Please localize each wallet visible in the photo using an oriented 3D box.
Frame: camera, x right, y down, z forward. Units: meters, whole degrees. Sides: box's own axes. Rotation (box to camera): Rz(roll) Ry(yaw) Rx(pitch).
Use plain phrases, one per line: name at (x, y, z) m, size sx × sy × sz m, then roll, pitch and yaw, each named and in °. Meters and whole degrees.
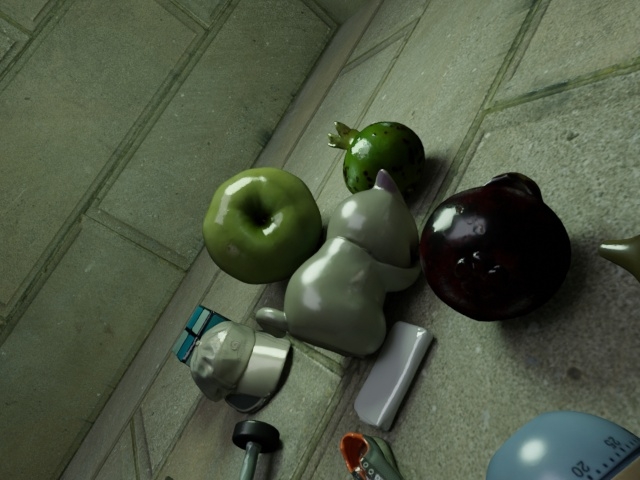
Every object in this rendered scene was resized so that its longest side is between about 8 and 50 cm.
wallet at (0.123, 0.230, 0.753) m, size 0.190 × 0.033 × 0.095 m, roll -60°, pitch 22°, yaw -11°

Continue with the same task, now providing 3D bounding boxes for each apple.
apple at (-0.169, -0.036, 1.294) m, size 0.357 × 0.357 × 0.357 m, roll -43°, pitch 26°, yaw 27°

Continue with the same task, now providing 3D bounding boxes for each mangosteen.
mangosteen at (0.242, 0.014, 0.620) m, size 0.210 × 0.209 × 0.210 m, roll -43°, pitch 26°, yaw 27°

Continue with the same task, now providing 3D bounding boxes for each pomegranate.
pomegranate at (0.132, -0.201, 1.054) m, size 0.211 × 0.263 × 0.211 m, roll -41°, pitch -19°, yaw -17°

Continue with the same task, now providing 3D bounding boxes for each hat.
hat at (-0.207, 0.305, 1.119) m, size 0.274 × 0.161 × 0.232 m, roll 0°, pitch 55°, yaw 25°

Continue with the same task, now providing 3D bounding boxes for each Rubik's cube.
Rubik's cube at (-0.316, 0.312, 1.315) m, size 0.167 × 0.180 × 0.183 m, roll -62°, pitch 22°, yaw -16°

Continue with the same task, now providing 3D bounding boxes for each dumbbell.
dumbbell at (-0.148, 0.472, 0.875) m, size 0.100 × 0.100 × 0.191 m, roll -36°, pitch 31°, yaw 39°

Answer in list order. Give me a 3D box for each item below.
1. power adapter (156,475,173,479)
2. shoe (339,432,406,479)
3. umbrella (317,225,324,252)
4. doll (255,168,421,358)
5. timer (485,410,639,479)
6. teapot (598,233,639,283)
power adapter at (-0.424, 0.716, 1.061) m, size 0.187 × 0.124 × 0.255 m, roll -37°, pitch 30°, yaw 36°
shoe at (0.083, 0.347, 0.615) m, size 0.074 × 0.077 × 0.194 m, roll -54°, pitch 23°, yaw 3°
umbrella at (0.001, -0.002, 1.326) m, size 0.022 × 0.013 × 0.122 m, roll 118°, pitch 168°, yaw -52°
doll at (0.067, 0.071, 0.863) m, size 0.370 × 0.225 × 0.215 m, roll -52°, pitch -9°, yaw -17°
timer at (0.237, 0.254, 0.337) m, size 0.175 × 0.175 × 0.255 m, roll -50°, pitch 25°, yaw 13°
teapot at (0.391, 0.013, 0.362) m, size 0.267 × 0.186 × 0.175 m, roll -2°, pitch 19°, yaw 27°
